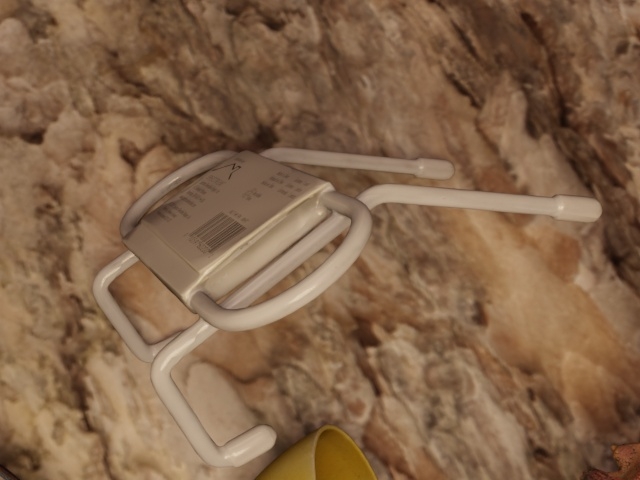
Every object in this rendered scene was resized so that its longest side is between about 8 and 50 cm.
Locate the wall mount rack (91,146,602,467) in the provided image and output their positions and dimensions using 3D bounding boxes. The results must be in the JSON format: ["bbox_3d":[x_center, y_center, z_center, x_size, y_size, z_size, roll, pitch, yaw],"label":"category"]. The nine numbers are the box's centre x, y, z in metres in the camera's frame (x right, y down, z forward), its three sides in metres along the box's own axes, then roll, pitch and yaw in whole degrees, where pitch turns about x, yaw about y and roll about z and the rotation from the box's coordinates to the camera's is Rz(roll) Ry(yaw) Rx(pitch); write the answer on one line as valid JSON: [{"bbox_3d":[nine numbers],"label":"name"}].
[{"bbox_3d":[0.000,0.000,0.708,0.304,0.350,0.130,-36,113,-11],"label":"wall mount rack"}]

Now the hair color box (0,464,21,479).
[{"bbox_3d":[-0.271,0.327,0.648,0.174,0.105,0.347,35,72,8],"label":"hair color box"}]

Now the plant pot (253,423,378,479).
[{"bbox_3d":[-0.013,0.208,0.702,0.095,0.134,0.134,-24,72,15],"label":"plant pot"}]

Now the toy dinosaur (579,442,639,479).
[{"bbox_3d":[0.202,0.259,0.647,0.127,0.200,0.296,-7,72,-6],"label":"toy dinosaur"}]
